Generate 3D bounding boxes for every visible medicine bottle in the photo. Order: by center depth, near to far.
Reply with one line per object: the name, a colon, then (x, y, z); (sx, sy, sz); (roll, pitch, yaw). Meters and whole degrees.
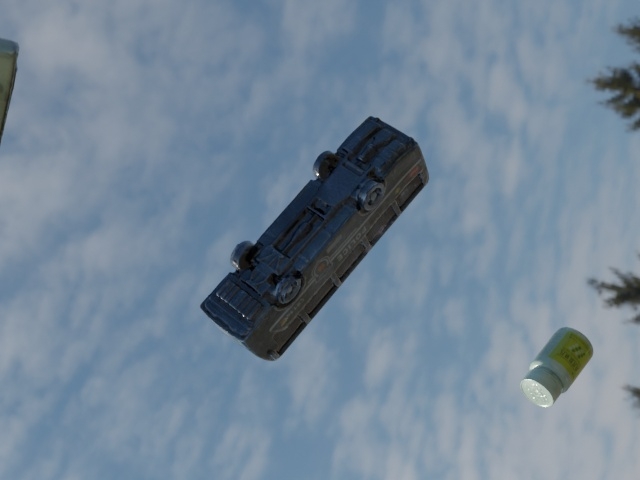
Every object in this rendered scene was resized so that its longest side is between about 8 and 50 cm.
medicine bottle: (0.250, 0.134, 1.122); (0.083, 0.047, 0.047); (-45, -41, -31)

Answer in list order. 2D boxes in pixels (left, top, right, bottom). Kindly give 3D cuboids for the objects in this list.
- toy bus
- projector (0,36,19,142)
toy bus: (0.000, 0.000, 0.657); (0.166, 0.047, 0.065); (-49, -31, -10)
projector: (-0.409, -0.078, 0.901); (0.249, 0.248, 0.248); (12, -86, -21)
